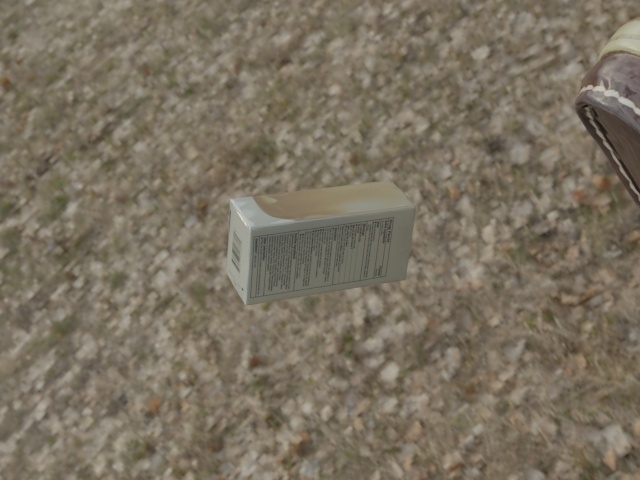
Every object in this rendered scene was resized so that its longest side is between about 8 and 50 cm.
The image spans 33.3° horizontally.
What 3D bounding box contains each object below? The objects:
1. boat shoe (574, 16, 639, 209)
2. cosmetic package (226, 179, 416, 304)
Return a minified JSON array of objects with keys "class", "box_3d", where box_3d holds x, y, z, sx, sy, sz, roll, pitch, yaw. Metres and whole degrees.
[{"class":"boat shoe","box_3d":[0.195,0.073,0.404,0.123,0.342,0.123,-38,0,1]},{"class":"cosmetic package","box_3d":[0.000,0.000,0.692,0.115,0.060,0.041,-7,33,-22]}]
